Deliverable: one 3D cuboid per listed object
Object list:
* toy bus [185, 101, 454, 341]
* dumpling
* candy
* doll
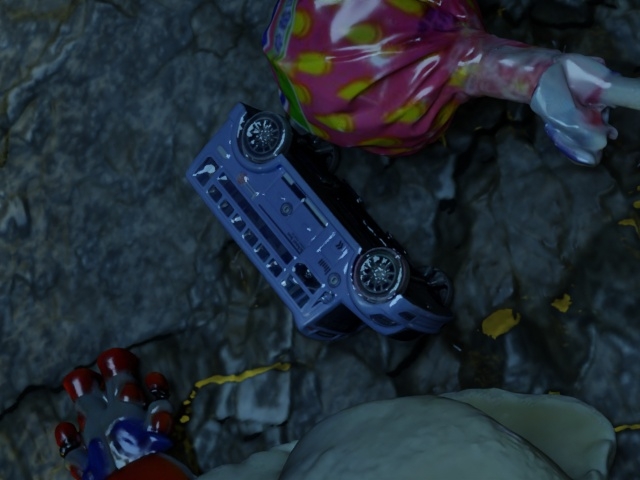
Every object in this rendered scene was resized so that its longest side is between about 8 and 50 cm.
[{"bbox_3d":[0.000,0.000,0.901,0.076,0.073,0.167,-46,63,13],"label":"toy bus"},{"bbox_3d":[0.020,0.155,0.784,0.226,0.243,0.175,19,101,30],"label":"dumpling"},{"bbox_3d":[0.132,-0.081,0.818,0.365,0.124,0.124,16,87,30],"label":"candy"},{"bbox_3d":[-0.103,0.156,0.926,0.104,0.062,0.195,-24,63,0],"label":"doll"}]
